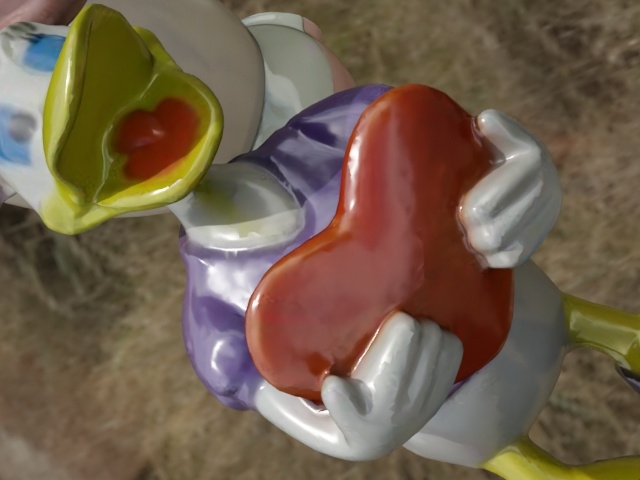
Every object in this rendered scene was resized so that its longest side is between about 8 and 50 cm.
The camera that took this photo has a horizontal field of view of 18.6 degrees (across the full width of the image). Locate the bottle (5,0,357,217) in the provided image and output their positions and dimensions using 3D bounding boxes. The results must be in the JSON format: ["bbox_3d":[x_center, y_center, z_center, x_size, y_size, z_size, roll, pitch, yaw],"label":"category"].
[{"bbox_3d":[-0.078,-0.075,1.064,0.147,0.236,0.147,-26,58,51],"label":"bottle"}]

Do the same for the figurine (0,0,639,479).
[{"bbox_3d":[0.005,0.002,0.770,0.421,0.154,0.193,29,172,-14],"label":"figurine"}]
